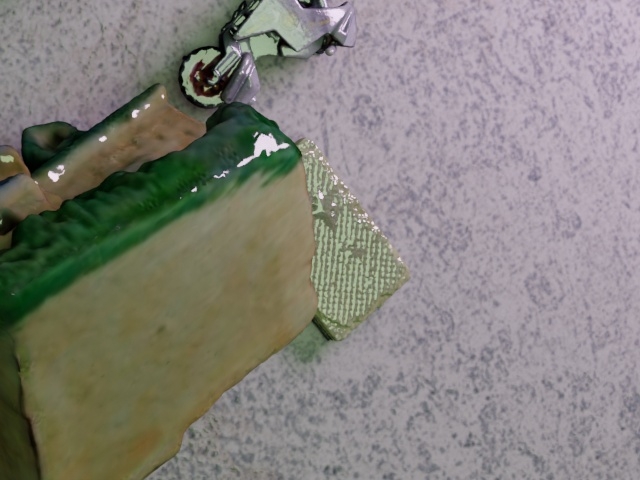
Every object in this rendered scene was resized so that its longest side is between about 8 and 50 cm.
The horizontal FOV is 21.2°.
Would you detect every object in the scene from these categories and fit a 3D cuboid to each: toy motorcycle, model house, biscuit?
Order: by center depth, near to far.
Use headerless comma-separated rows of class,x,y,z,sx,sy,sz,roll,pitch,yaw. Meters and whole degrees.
model house,-0.245,0.013,1.614,0.382,0.342,0.334,-36,140,-32
toy motorcycle,-0.048,-0.207,1.803,0.122,0.080,0.215,45,86,-13
biscuit,0.000,0.000,1.849,0.121,0.040,0.199,-41,104,-13
